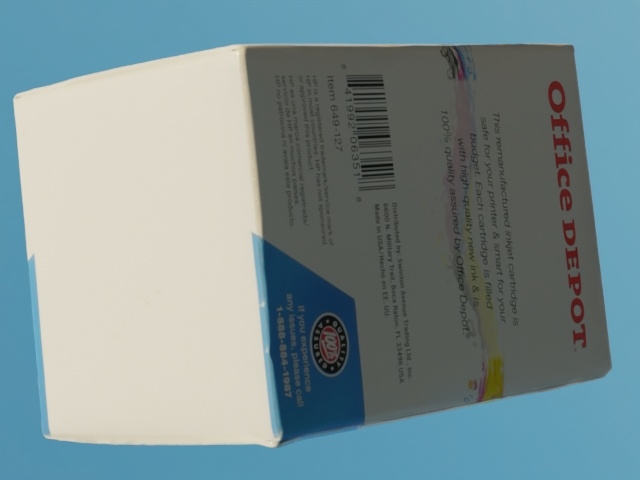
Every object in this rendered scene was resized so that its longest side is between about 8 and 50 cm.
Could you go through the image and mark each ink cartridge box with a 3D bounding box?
[{"bbox_3d":[0.000,0.000,0.907,0.233,0.168,0.171,-4,-91,-44],"label":"ink cartridge box"}]
